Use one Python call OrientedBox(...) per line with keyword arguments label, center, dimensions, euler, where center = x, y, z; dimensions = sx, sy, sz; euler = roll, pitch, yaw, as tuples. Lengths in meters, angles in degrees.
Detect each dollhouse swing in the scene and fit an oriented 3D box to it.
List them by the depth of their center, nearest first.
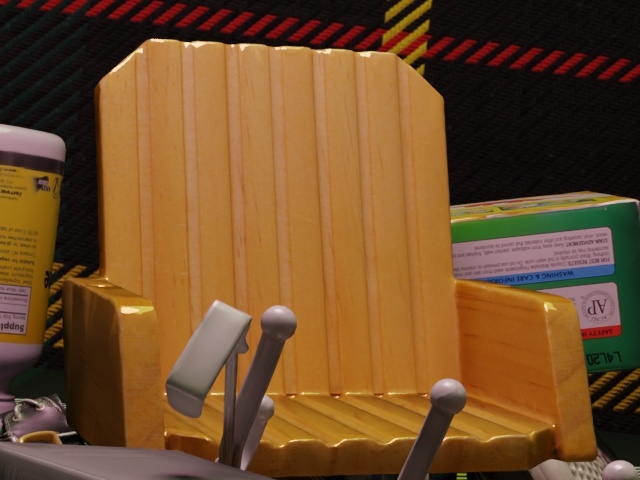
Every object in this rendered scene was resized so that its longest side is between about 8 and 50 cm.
OrientedBox(label="dollhouse swing", center=(0.000, 0.000, 1.390), dimensions=(0.347, 0.305, 0.315), euler=(2, 2, -18))

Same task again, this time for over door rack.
OrientedBox(label="over door rack", center=(0.056, 0.118, 1.027), dimensions=(0.239, 0.108, 0.324), euler=(23, -13, 7))

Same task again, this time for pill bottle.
OrientedBox(label="pill bottle", center=(-0.390, 0.039, 2.040), dimensions=(0.188, 0.334, 0.188), euler=(7, -1, 0))

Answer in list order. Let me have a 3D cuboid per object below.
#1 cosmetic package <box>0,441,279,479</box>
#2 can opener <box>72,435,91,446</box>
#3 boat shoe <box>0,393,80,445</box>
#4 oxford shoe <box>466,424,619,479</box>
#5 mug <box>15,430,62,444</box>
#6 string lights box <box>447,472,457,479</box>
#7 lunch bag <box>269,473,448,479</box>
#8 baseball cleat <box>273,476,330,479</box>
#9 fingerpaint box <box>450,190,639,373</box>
OrientedBox(label="cosmetic package", center=(-0.070, 0.162, 0.912), dimensions=(0.127, 0.107, 0.238), euler=(8, 1, -31))
OrientedBox(label="can opener", center=(-0.205, 0.192, 1.498), dimensions=(0.059, 0.073, 0.186), euler=(-34, 11, -20))
OrientedBox(label="boat shoe", center=(-0.255, 0.174, 1.662), dimensions=(0.233, 0.079, 0.084), euler=(5, 0, -15))
OrientedBox(label="oxford shoe", center=(0.204, 0.212, 1.764), dimensions=(0.130, 0.169, 0.449), euler=(-38, 4, 4))
OrientedBox(label="mug", center=(-0.190, 0.180, 1.329), dimensions=(0.078, 0.062, 0.064), euler=(25, 19, 36))
OrientedBox(label="string lights box", center=(-0.005, 0.205, 1.775), dimensions=(0.260, 0.076, 0.133), euler=(6, 0, 12))
OrientedBox(label="lunch bag", center=(0.014, 0.191, 1.526), dimensions=(0.129, 0.096, 0.151), euler=(5, 8, 36))
OrientedBox(label="baseball cleat", center=(0.011, 0.198, 1.327), dimensions=(0.109, 0.072, 0.206), euler=(13, 2, 2))
OrientedBox(label="fingerpaint box", center=(0.076, 0.056, 1.818), dimensions=(0.445, 0.163, 0.371), euler=(-6, 3, 1))
